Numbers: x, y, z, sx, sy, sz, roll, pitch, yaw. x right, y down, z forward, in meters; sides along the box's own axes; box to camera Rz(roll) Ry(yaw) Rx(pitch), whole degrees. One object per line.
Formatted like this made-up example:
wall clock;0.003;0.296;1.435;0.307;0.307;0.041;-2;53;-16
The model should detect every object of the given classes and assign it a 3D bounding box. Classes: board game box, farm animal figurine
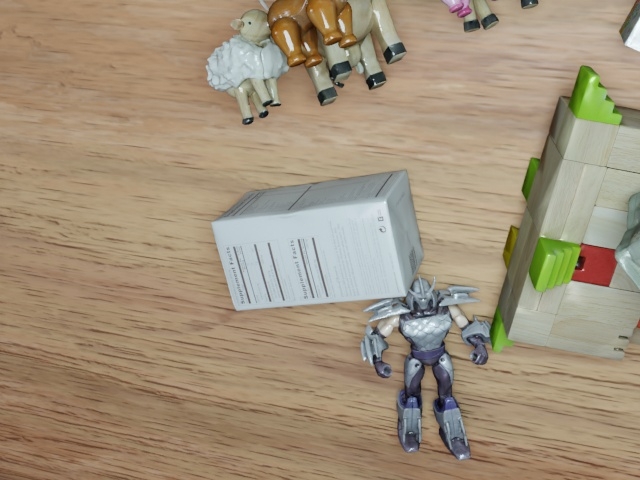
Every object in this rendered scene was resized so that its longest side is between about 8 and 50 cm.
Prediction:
board game box;0.376;-0.285;0.841;0.026;0.103;0.154;26;117;6
farm animal figurine;0.052;-0.283;0.879;0.327;0.330;0.172;-27;82;62

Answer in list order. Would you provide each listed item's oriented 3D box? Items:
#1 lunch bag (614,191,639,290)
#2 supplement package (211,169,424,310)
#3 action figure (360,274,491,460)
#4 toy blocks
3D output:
lunch bag;0.463;0.045;0.738;0.235;0.169;0.287;-32;101;38
supplement package;0.000;0.000;1.061;0.244;0.139;0.133;-6;109;21
action figure;0.154;0.172;1.103;0.185;0.099;0.285;-5;116;7
toy blocks;0.382;-0.002;0.938;0.261;0.190;0.381;10;115;1
